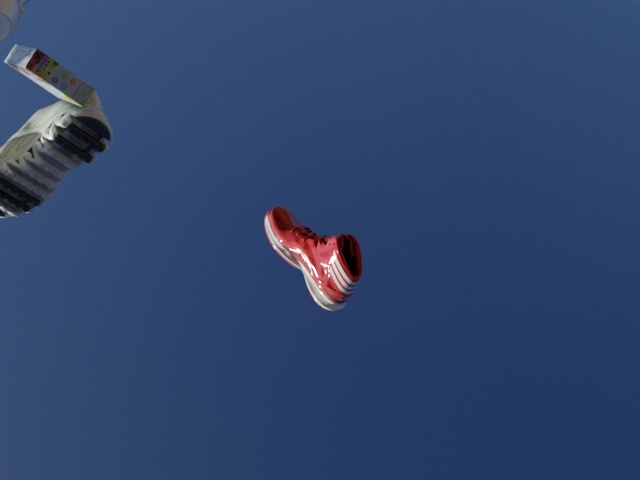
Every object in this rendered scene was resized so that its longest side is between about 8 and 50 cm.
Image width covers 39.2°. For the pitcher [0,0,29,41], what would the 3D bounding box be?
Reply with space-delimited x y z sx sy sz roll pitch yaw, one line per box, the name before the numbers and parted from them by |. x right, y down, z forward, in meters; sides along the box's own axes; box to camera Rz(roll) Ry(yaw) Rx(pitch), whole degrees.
pitcher | -0.685 -0.513 1.913 0.177 0.126 0.207 0 -133 -30

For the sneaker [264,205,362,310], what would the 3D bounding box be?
sneaker | 0.000 0.000 1.535 0.087 0.128 0.221 -21 -115 -46

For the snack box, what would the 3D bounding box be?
snack box | -0.404 -0.247 1.336 0.037 0.100 0.141 -59 -147 -4

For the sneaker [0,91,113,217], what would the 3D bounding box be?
sneaker | -0.458 -0.140 1.451 0.292 0.110 0.118 -31 -132 14
